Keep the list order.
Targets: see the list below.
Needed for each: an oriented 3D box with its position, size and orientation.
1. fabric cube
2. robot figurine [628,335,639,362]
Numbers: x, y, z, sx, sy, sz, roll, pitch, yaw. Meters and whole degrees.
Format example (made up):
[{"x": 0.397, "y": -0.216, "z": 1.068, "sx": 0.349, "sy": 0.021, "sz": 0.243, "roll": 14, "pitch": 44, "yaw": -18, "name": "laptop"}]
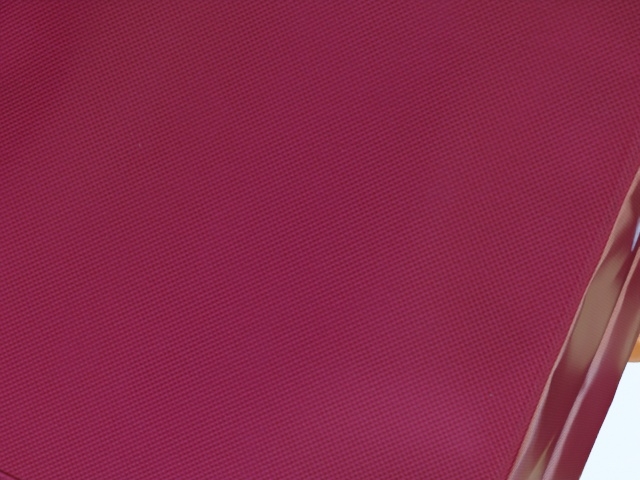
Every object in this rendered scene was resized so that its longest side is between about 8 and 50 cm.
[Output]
[{"x": 0.000, "y": 0.000, "z": 0.781, "sx": 0.254, "sy": 0.259, "sz": 0.258, "roll": 22, "pitch": -91, "yaw": 15, "name": "fabric cube"}, {"x": 0.228, "y": 0.012, "z": 1.554, "sx": 0.219, "sy": 0.158, "sz": 0.128, "roll": 39, "pitch": -100, "yaw": 18, "name": "robot figurine"}]
